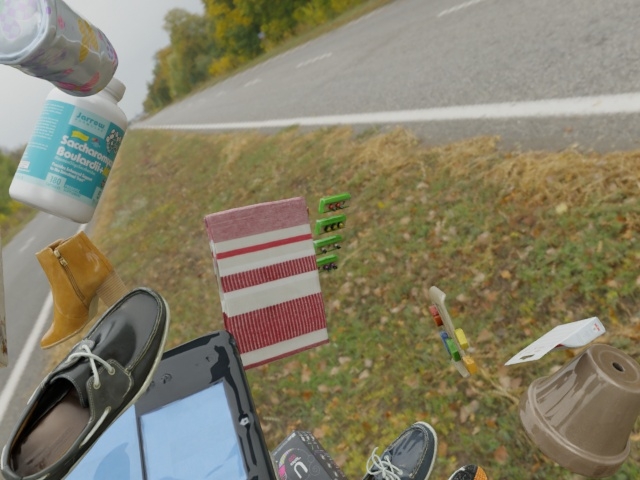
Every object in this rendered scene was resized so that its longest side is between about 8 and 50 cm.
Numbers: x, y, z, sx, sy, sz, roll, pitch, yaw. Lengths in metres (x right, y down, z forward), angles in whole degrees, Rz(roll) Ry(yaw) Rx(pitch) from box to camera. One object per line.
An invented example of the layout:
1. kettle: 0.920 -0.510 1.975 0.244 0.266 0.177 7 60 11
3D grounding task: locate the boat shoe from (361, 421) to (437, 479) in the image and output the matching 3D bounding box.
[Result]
1. boat shoe: 0.121 0.444 1.222 0.255 0.079 0.095 -53 51 6

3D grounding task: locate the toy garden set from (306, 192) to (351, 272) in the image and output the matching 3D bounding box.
1. toy garden set: 0.000 0.000 1.885 0.203 0.244 0.049 -16 36 -42

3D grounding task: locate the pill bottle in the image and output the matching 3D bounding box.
1. pill bottle: -0.439 -0.173 1.188 0.146 0.146 0.264 2 72 64

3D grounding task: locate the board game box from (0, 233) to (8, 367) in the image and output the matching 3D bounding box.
1. board game box: -0.657 0.086 1.283 0.053 0.306 0.193 -6 -15 -15

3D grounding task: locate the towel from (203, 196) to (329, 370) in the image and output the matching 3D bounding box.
1. towel: -0.106 0.086 1.395 0.237 0.329 0.037 -13 5 -32

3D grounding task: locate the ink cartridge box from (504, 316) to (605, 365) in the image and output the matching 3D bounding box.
1. ink cartridge box: 0.512 0.236 1.451 0.179 0.045 0.145 -31 -6 -21

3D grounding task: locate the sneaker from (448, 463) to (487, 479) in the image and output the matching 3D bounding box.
1. sneaker: 0.344 0.713 1.779 0.262 0.099 0.121 -46 -9 -22

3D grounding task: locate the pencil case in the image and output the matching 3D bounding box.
1. pencil case: -0.381 -0.274 0.919 0.124 0.114 0.273 -7 2 3

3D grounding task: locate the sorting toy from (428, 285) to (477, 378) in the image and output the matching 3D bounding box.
1. sorting toy: 0.344 0.251 1.771 0.041 0.229 0.307 -19 2 2

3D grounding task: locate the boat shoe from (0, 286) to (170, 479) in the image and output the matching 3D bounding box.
1. boat shoe: -0.230 0.143 0.670 0.233 0.084 0.079 -57 -9 -26

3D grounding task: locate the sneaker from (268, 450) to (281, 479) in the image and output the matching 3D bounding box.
1. sneaker: -0.171 0.674 1.754 0.151 0.256 0.094 -13 24 -5

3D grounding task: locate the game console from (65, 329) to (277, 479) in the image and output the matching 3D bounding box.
1. game console: -0.241 0.317 0.904 0.341 0.060 0.387 -26 41 -1

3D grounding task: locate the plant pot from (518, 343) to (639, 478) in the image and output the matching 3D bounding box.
1. plant pot: 0.624 0.369 1.523 0.263 0.262 0.229 -65 -3 -58

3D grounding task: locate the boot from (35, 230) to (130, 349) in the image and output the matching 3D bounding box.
1. boot: -0.620 0.117 1.600 0.295 0.211 0.104 -33 12 16

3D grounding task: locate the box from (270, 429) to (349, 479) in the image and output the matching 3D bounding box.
1. box: -0.040 0.823 2.333 0.165 0.270 0.143 -48 -28 6
